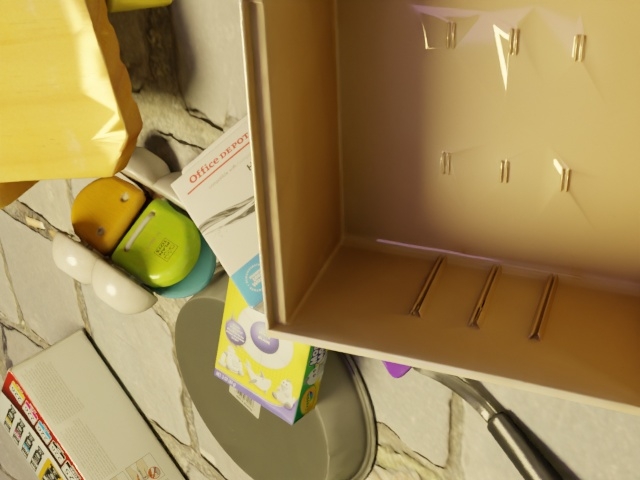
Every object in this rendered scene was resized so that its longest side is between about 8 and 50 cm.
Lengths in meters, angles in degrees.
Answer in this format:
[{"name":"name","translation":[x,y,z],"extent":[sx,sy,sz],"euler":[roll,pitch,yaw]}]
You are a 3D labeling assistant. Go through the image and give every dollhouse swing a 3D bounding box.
[{"name":"dollhouse swing","translation":[-0.311,-0.239,1.038],"extent":[0.305,0.315,0.346],"euler":[-8,112,16]}]

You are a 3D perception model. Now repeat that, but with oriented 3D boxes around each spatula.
[{"name":"spatula","translation":[0.130,0.140,0.843],"extent":[0.296,0.030,0.084],"euler":[46,134,18]}]

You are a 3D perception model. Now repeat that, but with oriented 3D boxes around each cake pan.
[{"name":"cake pan","translation":[-0.063,0.163,1.076],"extent":[0.293,0.054,0.293],"euler":[30,134,35]}]

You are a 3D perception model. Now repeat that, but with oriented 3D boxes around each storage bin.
[{"name":"storage bin","translation":[0.102,-0.053,0.583],"extent":[0.262,0.123,0.260],"euler":[10,125,19]}]

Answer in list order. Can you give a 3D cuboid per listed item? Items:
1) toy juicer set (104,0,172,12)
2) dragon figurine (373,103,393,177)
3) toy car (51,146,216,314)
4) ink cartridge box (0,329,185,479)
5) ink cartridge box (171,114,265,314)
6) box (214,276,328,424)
[{"name":"toy juicer set","translation":[-0.165,-0.358,0.807],"extent":[0.209,0.089,0.329],"euler":[61,155,13]},{"name":"dragon figurine","translation":[0.044,-0.095,0.733],"extent":[0.144,0.085,0.289],"euler":[23,133,39]},{"name":"toy car","translation":[-0.185,0.001,1.054],"extent":[0.182,0.159,0.136],"euler":[28,169,37]},{"name":"ink cartridge box","translation":[-0.357,0.336,1.492],"extent":[0.309,0.130,0.272],"euler":[53,145,9]},{"name":"ink cartridge box","translation":[-0.058,-0.035,0.859],"extent":[0.180,0.104,0.060],"euler":[54,-171,22]},{"name":"box","translation":[-0.040,0.076,0.919],"extent":[0.105,0.043,0.179],"euler":[28,123,25]}]
